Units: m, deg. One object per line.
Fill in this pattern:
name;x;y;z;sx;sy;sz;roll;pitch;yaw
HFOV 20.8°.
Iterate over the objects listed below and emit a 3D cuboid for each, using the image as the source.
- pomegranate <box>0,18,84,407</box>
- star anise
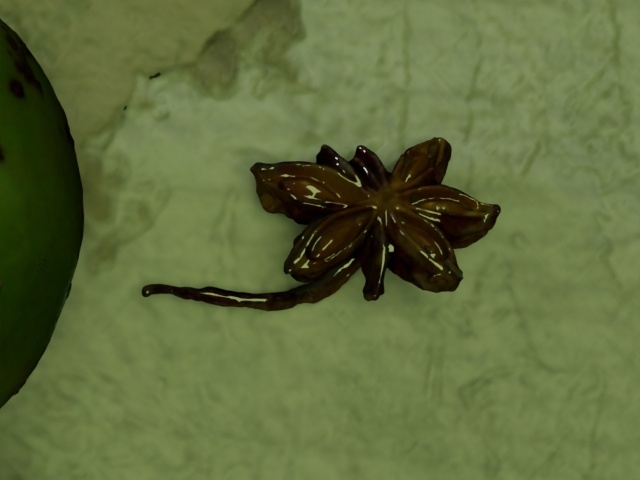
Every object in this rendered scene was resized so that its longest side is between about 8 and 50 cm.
pomegranate;-0.192;-0.013;0.756;0.231;0.286;0.231;5;80;-32
star anise;0.000;0.000;0.915;0.191;0.070;0.097;-7;63;-12
